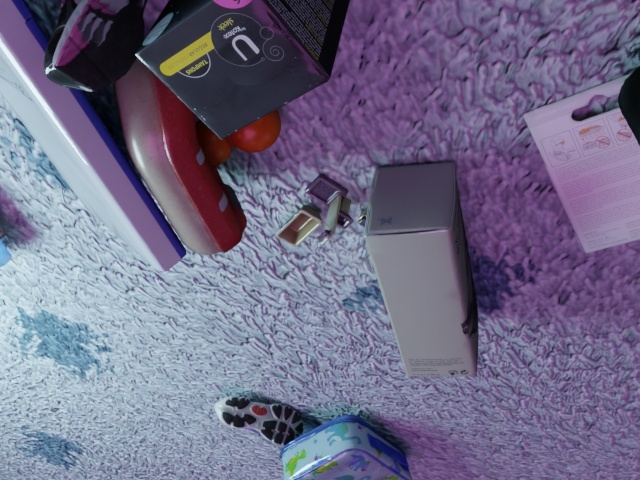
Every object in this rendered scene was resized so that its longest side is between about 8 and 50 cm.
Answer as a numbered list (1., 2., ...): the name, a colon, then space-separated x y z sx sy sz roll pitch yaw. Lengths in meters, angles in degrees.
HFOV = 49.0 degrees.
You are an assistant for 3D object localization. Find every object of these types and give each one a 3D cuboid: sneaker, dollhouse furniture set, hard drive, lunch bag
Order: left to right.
1. hard drive: -0.268 -0.123 0.714 0.210 0.040 0.318 31 155 42
2. sneaker: -0.192 -0.202 0.601 0.077 0.178 0.072 7 151 23
3. sneaker: -0.108 0.312 1.244 0.170 0.068 0.071 26 164 -18
4. dollhouse furniture set: 0.000 0.000 0.837 0.091 0.081 0.114 30 136 -19
5. lunch bag: 0.052 0.403 1.243 0.176 0.090 0.219 -34 129 18

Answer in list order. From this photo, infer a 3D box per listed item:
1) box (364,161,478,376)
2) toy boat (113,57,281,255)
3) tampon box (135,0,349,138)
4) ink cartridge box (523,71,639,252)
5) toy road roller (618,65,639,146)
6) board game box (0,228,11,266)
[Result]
1. box: 0.129 0.045 0.835 0.094 0.113 0.275 -3 138 17
2. toy boat: -0.113 -0.105 0.731 0.151 0.151 0.231 -25 134 -3
3. tampon box: -0.055 -0.188 0.580 0.121 0.160 0.101 -22 128 33
4. ink cartridge box: 0.308 -0.083 0.713 0.146 0.045 0.179 -19 112 32
5. toy road roller: 0.416 -0.113 0.516 0.241 0.202 0.329 3 144 -20
6. board game box: -0.498 -0.031 0.969 0.133 0.033 0.168 2 133 20
